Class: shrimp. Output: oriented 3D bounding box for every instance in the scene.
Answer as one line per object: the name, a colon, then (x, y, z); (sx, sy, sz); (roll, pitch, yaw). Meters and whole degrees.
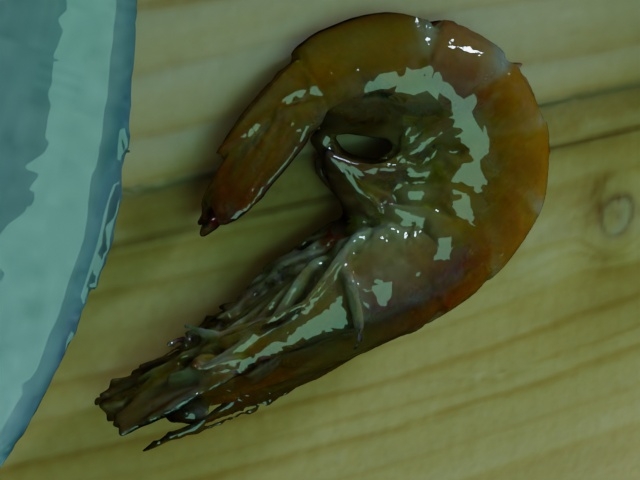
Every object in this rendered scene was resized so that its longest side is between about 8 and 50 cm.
shrimp: (0.000, 0.000, 0.619); (0.249, 0.068, 0.150); (-44, 112, -8)

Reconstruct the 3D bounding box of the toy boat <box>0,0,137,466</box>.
toy boat: (-0.192, -0.023, 0.497); (0.215, 0.123, 0.329); (6, 100, -37)
